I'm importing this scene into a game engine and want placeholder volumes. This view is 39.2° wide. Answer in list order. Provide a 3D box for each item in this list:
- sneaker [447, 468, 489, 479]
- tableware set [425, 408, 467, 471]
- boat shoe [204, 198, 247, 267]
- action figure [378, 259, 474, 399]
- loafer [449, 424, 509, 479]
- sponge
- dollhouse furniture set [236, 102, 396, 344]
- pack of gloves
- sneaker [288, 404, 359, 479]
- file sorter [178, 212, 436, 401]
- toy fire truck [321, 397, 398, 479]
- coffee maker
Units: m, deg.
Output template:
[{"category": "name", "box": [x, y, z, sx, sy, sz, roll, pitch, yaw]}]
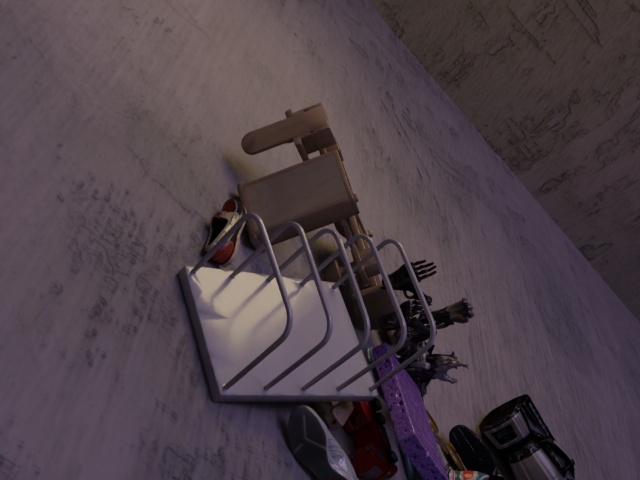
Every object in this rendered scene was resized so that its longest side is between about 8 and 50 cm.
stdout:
[{"category": "sneaker", "box": [0.233, 0.425, 1.364, 0.057, 0.075, 0.161, 81, 7, -57]}, {"category": "tableware set", "box": [0.187, 0.322, 1.456, 0.154, 0.024, 0.104, 49, 9, -45]}, {"category": "boat shoe", "box": [-0.141, -0.019, 1.318, 0.043, 0.049, 0.137, 40, 33, -27]}, {"category": "action figure", "box": [0.178, 0.161, 1.461, 0.275, 0.141, 0.164, 66, 23, -50]}, {"category": "loafer", "box": [0.277, 0.391, 1.570, 0.170, 0.062, 0.061, 57, 2, -4]}, {"category": "sponge", "box": [0.129, 0.253, 1.321, 0.117, 0.031, 0.210, 55, 11, -29]}, {"category": "dollhouse furniture set", "box": [0.000, 0.000, 1.548, 0.355, 0.174, 0.303, 63, 9, -56]}, {"category": "pack of gloves", "box": [0.120, 0.287, 1.405, 0.195, 0.046, 0.232, 51, 13, -41]}, {"category": "sneaker", "box": [0.005, 0.286, 1.200, 0.152, 0.054, 0.061, 62, 15, -1]}, {"category": "file sorter", "box": [-0.009, 0.091, 1.197, 0.278, 0.173, 0.192, 9, 50, -42]}, {"category": "toy fire truck", "box": [0.038, 0.249, 1.303, 0.135, 0.047, 0.192, 30, 34, -45]}, {"category": "coffee maker", "box": [0.392, 0.397, 1.723, 0.178, 0.120, 0.171, 59, 1, 5]}]
